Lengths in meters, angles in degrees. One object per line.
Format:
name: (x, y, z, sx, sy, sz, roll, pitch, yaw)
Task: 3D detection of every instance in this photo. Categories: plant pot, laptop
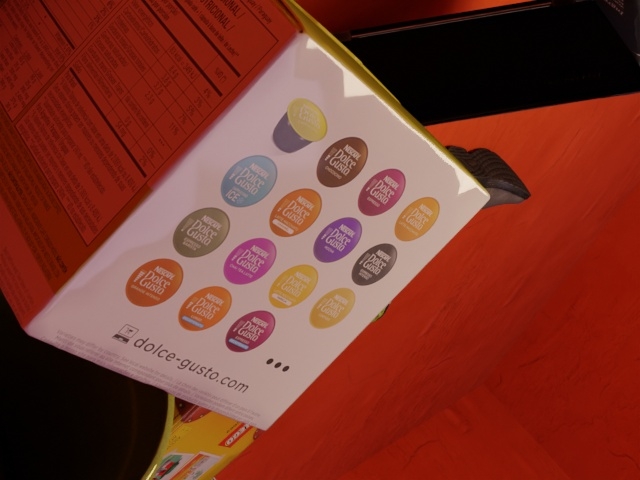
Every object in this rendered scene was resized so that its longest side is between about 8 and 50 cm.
plant pot: (-0.411, 0.217, 1.321, 0.367, 0.366, 0.353, -21, 166, -44)
laptop: (0.190, -0.174, 1.522, 0.382, 0.236, 0.408, -8, 158, 2)

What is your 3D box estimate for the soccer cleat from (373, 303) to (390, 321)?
soccer cleat: (0.146, 0.112, 2.512, 0.072, 0.060, 0.179, -20, 148, -49)

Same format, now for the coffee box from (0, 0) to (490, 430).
coffee box: (-0.114, -0.085, 1.099, 0.334, 0.338, 0.338, -46, 141, 9)

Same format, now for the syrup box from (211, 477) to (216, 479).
syrup box: (-0.271, 0.483, 2.242, 0.093, 0.237, 0.096, -11, 144, -54)

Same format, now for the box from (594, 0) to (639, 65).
box: (0.481, -0.542, 1.442, 0.480, 0.297, 0.472, -43, 159, 2)

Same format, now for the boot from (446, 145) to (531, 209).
boot: (0.268, -0.076, 2.309, 0.222, 0.118, 0.338, -48, 149, 23)

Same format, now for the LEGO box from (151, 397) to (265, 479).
LEGO box: (-0.355, 0.372, 1.922, 0.500, 0.193, 0.372, -42, 160, 1)
